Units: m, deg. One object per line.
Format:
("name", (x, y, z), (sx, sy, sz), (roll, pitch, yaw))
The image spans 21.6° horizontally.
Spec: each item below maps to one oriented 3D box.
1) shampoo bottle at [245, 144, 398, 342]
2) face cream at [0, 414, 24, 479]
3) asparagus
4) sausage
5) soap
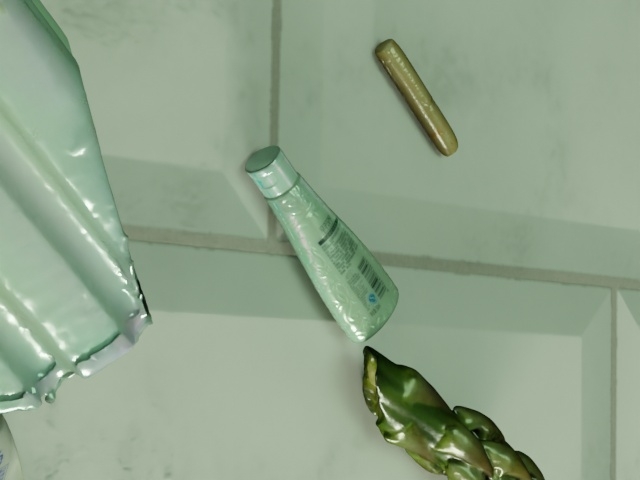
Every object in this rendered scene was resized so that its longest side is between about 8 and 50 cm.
("shampoo bottle", (0.000, 0.000, 1.435), (0.069, 0.041, 0.190), (-52, 122, -27))
("face cream", (-0.249, 0.193, 1.170), (0.114, 0.070, 0.224), (-25, 117, -43))
("asparagus", (0.123, 0.188, 1.525), (0.287, 0.080, 0.080), (34, 64, -30))
("sausage", (0.092, -0.130, 1.548), (0.132, 0.024, 0.024), (54, 53, -27))
("soap", (-0.280, -0.076, 0.985), (0.261, 0.156, 0.446), (-36, 130, 0))
